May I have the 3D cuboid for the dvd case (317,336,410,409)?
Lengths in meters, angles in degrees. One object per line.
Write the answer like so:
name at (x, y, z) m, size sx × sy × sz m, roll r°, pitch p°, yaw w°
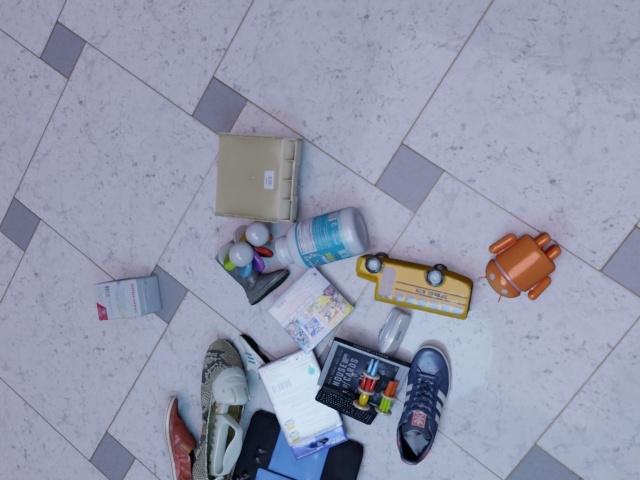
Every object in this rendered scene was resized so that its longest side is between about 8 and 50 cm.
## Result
dvd case at (0.127, 0.401, 1.778) m, size 0.238 × 0.030 × 0.180 m, roll 19°, pitch 116°, yaw 1°

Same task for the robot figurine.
robot figurine at (0.542, 0.071, 1.606) m, size 0.219 × 0.128 × 0.158 m, roll -40°, pitch 124°, yaw 17°

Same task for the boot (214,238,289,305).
boot at (-0.221, 0.081, 1.908) m, size 0.189 × 0.076 × 0.209 m, roll -37°, pitch 75°, yaw 16°

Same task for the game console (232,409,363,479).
game console at (-0.087, 0.751, 1.857) m, size 0.386 × 0.060 × 0.342 m, roll 13°, pitch 77°, yaw 17°

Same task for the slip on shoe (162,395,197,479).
slip on shoe at (-0.472, 0.688, 2.023) m, size 0.101 × 0.123 × 0.332 m, roll -9°, pitch 92°, yaw -2°

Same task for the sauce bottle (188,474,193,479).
sauce bottle at (-0.404, 0.942, 1.997) m, size 0.111 × 0.111 × 0.345 m, roll 17°, pitch 113°, yaw 17°

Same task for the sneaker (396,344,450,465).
sneaker at (0.295, 0.482, 1.714) m, size 0.131 × 0.148 × 0.351 m, roll 8°, pitch 97°, yaw 18°

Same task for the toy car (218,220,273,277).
toy car at (-0.215, 0.034, 1.820) m, size 0.136 × 0.159 × 0.182 m, roll 44°, pitch 67°, yaw -19°

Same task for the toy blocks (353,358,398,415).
toy blocks at (0.173, 0.425, 1.733) m, size 0.123 × 0.054 × 0.148 m, roll 15°, pitch 101°, yaw -7°

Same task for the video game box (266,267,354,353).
video game box at (-0.030, 0.212, 1.832) m, size 0.205 × 0.048 × 0.187 m, roll -43°, pitch 77°, yaw 0°

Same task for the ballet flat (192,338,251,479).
ballet flat at (-0.296, 0.561, 1.876) m, size 0.182 × 0.163 × 0.484 m, roll -3°, pitch 78°, yaw 55°

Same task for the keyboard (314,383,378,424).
keyboard at (0.082, 0.494, 1.790) m, size 0.191 × 0.038 × 0.100 m, roll 24°, pitch 115°, yaw -1°

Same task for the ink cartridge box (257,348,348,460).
ink cartridge box at (-0.053, 0.505, 1.859) m, size 0.185 × 0.065 × 0.311 m, roll -23°, pitch 84°, yaw 2°

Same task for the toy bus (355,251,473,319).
toy bus at (0.268, 0.125, 1.717) m, size 0.332 × 0.108 × 0.130 m, roll 11°, pitch 100°, yaw 17°

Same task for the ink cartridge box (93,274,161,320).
ink cartridge box at (-0.655, 0.194, 2.029) m, size 0.176 × 0.127 × 0.128 m, roll -7°, pitch 92°, yaw 20°

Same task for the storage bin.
storage bin at (-0.186, -0.195, 1.840) m, size 0.260 × 0.123 × 0.263 m, roll 6°, pitch 96°, yaw 18°

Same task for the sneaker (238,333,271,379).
sneaker at (-0.226, 0.382, 1.933) m, size 0.075 × 0.057 × 0.161 m, roll -43°, pitch 83°, yaw 11°

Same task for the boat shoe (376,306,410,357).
boat shoe at (0.203, 0.286, 1.779) m, size 0.063 × 0.066 × 0.184 m, roll 38°, pitch 119°, yaw 41°

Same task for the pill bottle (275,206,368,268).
pill bottle at (0.000, 0.000, 1.778) m, size 0.263 × 0.146 × 0.146 m, roll -16°, pitch 89°, yaw 20°
